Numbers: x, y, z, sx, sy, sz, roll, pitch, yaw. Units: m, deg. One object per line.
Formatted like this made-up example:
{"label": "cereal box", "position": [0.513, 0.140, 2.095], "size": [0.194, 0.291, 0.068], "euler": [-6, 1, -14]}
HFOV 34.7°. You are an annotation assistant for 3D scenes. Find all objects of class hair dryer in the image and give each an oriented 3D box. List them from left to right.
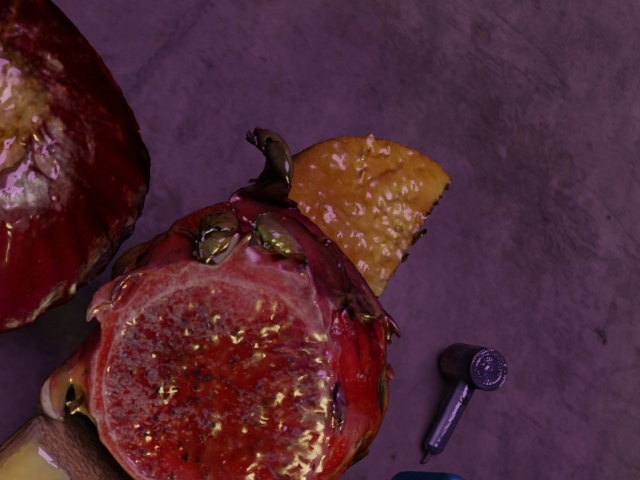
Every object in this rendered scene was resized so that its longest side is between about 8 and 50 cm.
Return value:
{"label": "hair dryer", "position": [0.114, 0.143, 0.889], "size": [0.037, 0.063, 0.114], "euler": [33, 78, -16]}

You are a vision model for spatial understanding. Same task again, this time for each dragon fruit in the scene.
{"label": "dragon fruit", "position": [-0.065, 0.074, 0.669], "size": [0.147, 0.211, 0.282], "euler": [-32, 127, -66]}

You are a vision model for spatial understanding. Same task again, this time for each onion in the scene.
{"label": "onion", "position": [-0.233, -0.029, 0.647], "size": [0.207, 0.216, 0.206], "euler": [47, 59, -17]}

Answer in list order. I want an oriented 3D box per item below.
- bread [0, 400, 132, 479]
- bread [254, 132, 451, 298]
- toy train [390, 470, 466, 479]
{"label": "bread", "position": [-0.177, 0.251, 0.673], "size": [0.178, 0.135, 0.240], "euler": [-38, 93, -3]}
{"label": "bread", "position": [0.000, 0.000, 0.815], "size": [0.139, 0.143, 0.229], "euler": [43, 51, -11]}
{"label": "toy train", "position": [0.153, 0.310, 0.704], "size": [0.300, 0.265, 0.188], "euler": [45, 65, -10]}
